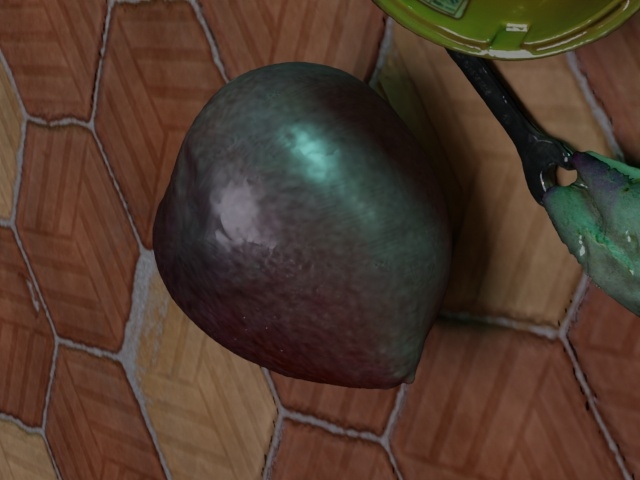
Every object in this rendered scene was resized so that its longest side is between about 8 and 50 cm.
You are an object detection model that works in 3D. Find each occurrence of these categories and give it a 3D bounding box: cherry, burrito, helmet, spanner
[{"bbox_3d":[-0.002,-0.008,1.218,0.239,0.206,0.239,12,128,16],"label":"cherry"},{"bbox_3d":[0.249,0.033,0.976,0.309,0.066,0.096,34,123,44],"label":"burrito"},{"bbox_3d":[0.133,-0.235,0.982,0.205,0.140,0.257,45,134,-12],"label":"helmet"},{"bbox_3d":[0.108,-0.126,1.166,0.254,0.015,0.054,58,140,25],"label":"spanner"}]
